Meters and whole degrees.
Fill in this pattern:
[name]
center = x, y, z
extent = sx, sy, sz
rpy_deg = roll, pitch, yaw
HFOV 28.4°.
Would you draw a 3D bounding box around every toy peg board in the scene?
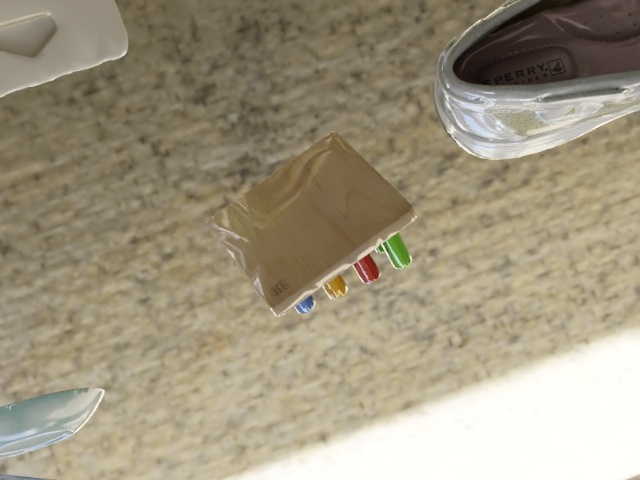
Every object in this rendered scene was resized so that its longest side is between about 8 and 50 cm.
[toy peg board]
center = 0.000, 0.000, 1.231
extent = 0.161, 0.160, 0.079
rpy_deg = 48, 173, 48

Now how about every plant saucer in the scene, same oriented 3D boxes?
[plant saucer]
center = -0.336, 0.215, 1.438
extent = 0.195, 0.195, 0.037
rpy_deg = 104, 148, -76

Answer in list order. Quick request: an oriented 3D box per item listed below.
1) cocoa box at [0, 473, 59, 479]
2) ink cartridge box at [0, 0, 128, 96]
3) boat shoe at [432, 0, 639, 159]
[cocoa box]
center = -0.285, 0.282, 0.622
extent = 0.347, 0.231, 0.228
rpy_deg = -56, -32, -70
[ink cartridge box]
center = -0.397, -0.161, 1.041
extent = 0.279, 0.384, 0.160
rpy_deg = -38, -66, -59
[boat shoe]
center = 0.224, -0.148, 0.809
extent = 0.103, 0.320, 0.118
rpy_deg = 56, -165, -79
